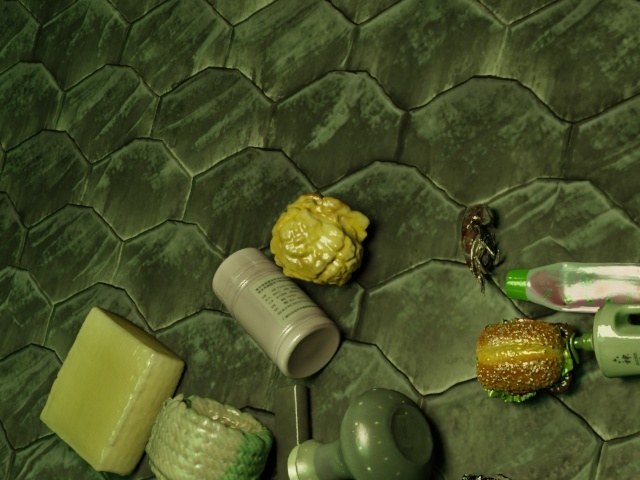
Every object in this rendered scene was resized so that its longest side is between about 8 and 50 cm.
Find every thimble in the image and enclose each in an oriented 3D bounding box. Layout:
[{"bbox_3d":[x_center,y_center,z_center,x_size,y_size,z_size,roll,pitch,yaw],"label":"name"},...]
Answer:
[{"bbox_3d":[-0.205,0.379,2.054,0.219,0.219,0.150,24,93,39],"label":"thimble"}]

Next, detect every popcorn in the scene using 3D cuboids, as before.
[{"bbox_3d":[0.000,0.000,2.055,0.180,0.170,0.180,25,131,32],"label":"popcorn"}]

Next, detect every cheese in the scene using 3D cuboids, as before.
[{"bbox_3d":[-0.425,0.304,2.304,0.242,0.124,0.266,29,94,35],"label":"cheese"}]

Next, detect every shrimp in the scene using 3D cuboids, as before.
[{"bbox_3d":[0.272,0.019,1.902,0.065,0.056,0.165,-19,69,25],"label":"shrimp"}]

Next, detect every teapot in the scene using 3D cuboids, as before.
[{"bbox_3d":[0.063,0.361,1.898,0.251,0.183,0.184,-30,60,39],"label":"teapot"}]

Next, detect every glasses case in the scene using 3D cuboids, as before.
[{"bbox_3d":[-0.050,0.359,2.056,0.072,0.042,0.191,-19,66,39],"label":"glasses case"}]

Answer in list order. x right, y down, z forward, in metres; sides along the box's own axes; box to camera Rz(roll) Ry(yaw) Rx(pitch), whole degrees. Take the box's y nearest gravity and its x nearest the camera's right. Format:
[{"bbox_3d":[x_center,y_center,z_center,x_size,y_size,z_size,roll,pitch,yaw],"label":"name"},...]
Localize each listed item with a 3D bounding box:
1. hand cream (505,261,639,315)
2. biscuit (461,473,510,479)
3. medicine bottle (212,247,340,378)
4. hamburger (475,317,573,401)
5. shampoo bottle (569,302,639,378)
[{"bbox_3d":[0.428,0.072,1.782,0.275,0.050,0.079,1,103,32],"label":"hand cream"},{"bbox_3d":[0.266,0.403,1.813,0.087,0.027,0.089,-51,53,15],"label":"biscuit"},{"bbox_3d":[-0.085,0.132,2.090,0.249,0.133,0.133,42,103,36],"label":"medicine bottle"},{"bbox_3d":[0.321,0.188,1.795,0.166,0.087,0.137,-5,74,36],"label":"hamburger"},{"bbox_3d":[0.482,0.146,1.683,0.234,0.087,0.118,-8,90,35],"label":"shampoo bottle"}]
